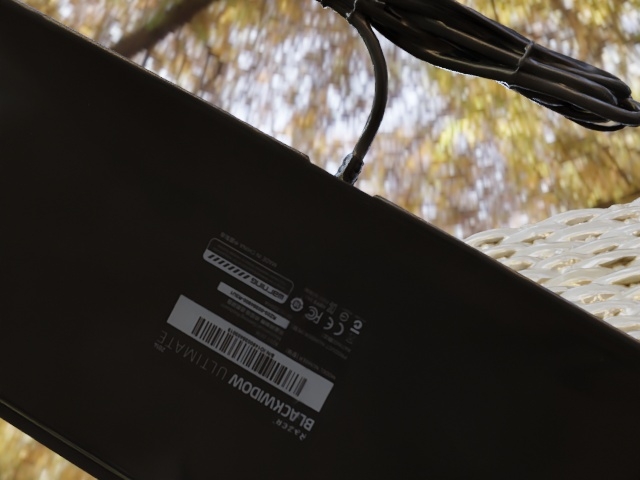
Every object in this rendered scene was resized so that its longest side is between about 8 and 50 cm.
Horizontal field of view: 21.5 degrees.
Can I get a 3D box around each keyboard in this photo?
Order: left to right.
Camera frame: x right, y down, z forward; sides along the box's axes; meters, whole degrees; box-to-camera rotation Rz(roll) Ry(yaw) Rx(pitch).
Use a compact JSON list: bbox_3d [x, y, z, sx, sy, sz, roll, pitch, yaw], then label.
[{"bbox_3d":[0.000,0.000,0.523,0.317,0.033,0.201,30,-83,12],"label":"keyboard"}]

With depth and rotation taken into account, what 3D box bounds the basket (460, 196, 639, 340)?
[{"bbox_3d":[0.268,0.131,1.090,0.331,0.328,0.266,-11,-72,-4],"label":"basket"}]
